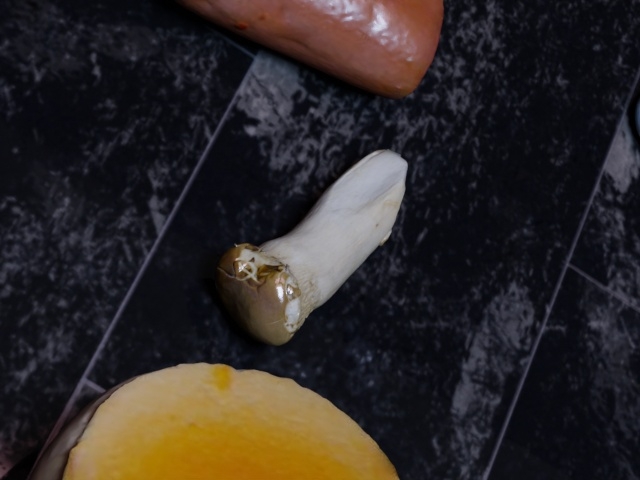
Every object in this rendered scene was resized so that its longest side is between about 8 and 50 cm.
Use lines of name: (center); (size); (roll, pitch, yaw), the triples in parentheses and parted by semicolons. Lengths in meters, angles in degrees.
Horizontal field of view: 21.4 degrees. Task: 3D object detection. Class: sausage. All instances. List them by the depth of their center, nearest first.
sausage: (-0.027, -0.213, 1.420); (0.259, 0.113, 0.114); (23, 61, -18)

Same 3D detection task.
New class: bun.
bun: (-0.078, 0.239, 1.176); (0.299, 0.165, 0.299); (16, 46, -18)

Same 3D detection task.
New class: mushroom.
mushroom: (0.000, 0.000, 1.372); (0.084, 0.071, 0.209); (31, 51, 22)

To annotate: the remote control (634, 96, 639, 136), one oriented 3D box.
remote control: (0.379, -0.160, 1.640); (0.087, 0.047, 0.244); (47, 56, -7)
